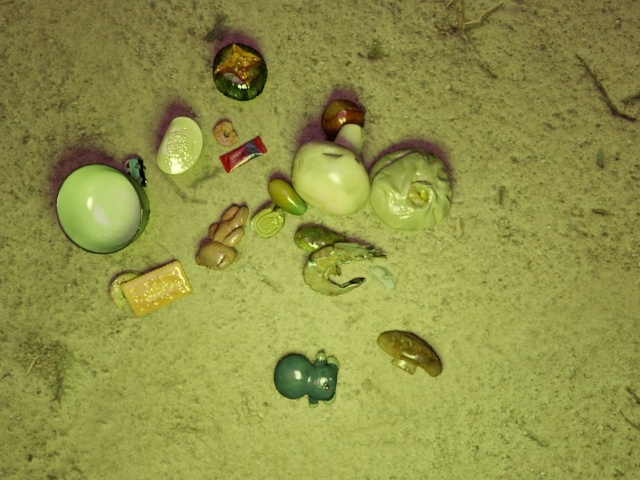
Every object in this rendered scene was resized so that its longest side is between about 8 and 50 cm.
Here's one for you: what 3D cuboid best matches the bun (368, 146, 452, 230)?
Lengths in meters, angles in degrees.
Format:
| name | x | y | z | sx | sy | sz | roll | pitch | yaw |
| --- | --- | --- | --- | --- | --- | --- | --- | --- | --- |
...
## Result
| name | x | y | z | sx | sy | sz | roll | pitch | yaw |
| --- | --- | --- | --- | --- | --- | --- | --- | --- | --- |
| bun | 0.364 | -0.213 | 1.629 | 0.366 | 0.219 | 0.364 | 0 | 84 | -2 |

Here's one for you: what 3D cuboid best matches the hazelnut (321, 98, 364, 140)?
| name | x | y | z | sx | sy | sz | roll | pitch | yaw |
| --- | --- | --- | --- | --- | --- | --- | --- | --- | --- |
| hazelnut | 0.093 | -0.497 | 1.677 | 0.183 | 0.182 | 0.181 | 0 | 86 | 1 |

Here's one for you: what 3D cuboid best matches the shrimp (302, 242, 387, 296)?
| name | x | y | z | sx | sy | sz | roll | pitch | yaw |
| --- | --- | --- | --- | --- | --- | --- | --- | --- | --- |
| shrimp | 0.104 | 0.116 | 1.653 | 0.361 | 0.085 | 0.246 | -13 | 117 | -7 |

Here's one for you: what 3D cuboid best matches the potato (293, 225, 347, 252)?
| name | x | y | z | sx | sy | sz | roll | pitch | yaw |
| --- | --- | --- | --- | --- | --- | --- | --- | --- | --- |
| potato | 0.000 | 0.000 | 1.678 | 0.226 | 0.090 | 0.117 | 7 | 68 | -4 |

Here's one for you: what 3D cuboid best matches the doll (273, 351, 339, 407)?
| name | x | y | z | sx | sy | sz | roll | pitch | yaw |
| --- | --- | --- | --- | --- | --- | --- | --- | --- | --- |
| doll | -0.059 | 0.559 | 1.624 | 0.259 | 0.154 | 0.227 | 9 | 90 | 8 |

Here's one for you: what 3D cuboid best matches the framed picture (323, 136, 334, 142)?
| name | x | y | z | sx | sy | sz | roll | pitch | yaw |
| --- | --- | --- | --- | --- | --- | --- | --- | --- | --- |
| framed picture | 0.034 | -0.409 | 1.750 | 0.066 | 0.006 | 0.089 | 40 | 88 | 3 |

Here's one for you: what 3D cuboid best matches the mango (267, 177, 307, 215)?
| name | x | y | z | sx | sy | sz | roll | pitch | yaw |
| --- | --- | --- | --- | --- | --- | --- | --- | --- | --- |
| mango | -0.137 | -0.177 | 1.675 | 0.195 | 0.130 | 0.091 | 37 | 62 | 6 |

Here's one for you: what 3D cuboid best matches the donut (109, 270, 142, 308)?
| name | x | y | z | sx | sy | sz | roll | pitch | yaw |
| --- | --- | --- | --- | --- | --- | --- | --- | --- | --- |
| donut | -0.823 | 0.194 | 1.686 | 0.108 | 0.065 | 0.165 | 37 | 87 | 3 |

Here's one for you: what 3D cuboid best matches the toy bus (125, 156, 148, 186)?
| name | x | y | z | sx | sy | sz | roll | pitch | yaw |
| --- | --- | --- | --- | --- | --- | --- | --- | --- | --- |
| toy bus | -0.791 | -0.288 | 1.723 | 0.075 | 0.060 | 0.122 | -9 | 88 | 3 |

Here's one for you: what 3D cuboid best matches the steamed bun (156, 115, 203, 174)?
| name | x | y | z | sx | sy | sz | roll | pitch | yaw |
| --- | --- | --- | --- | --- | --- | --- | --- | --- | --- |
| steamed bun | -0.572 | -0.382 | 1.664 | 0.155 | 0.200 | 0.249 | 25 | 90 | -22 |

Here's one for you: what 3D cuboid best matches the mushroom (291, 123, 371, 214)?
| name | x | y | z | sx | sy | sz | roll | pitch | yaw |
| --- | --- | --- | --- | --- | --- | --- | --- | --- | --- |
| mushroom | 0.030 | -0.269 | 1.577 | 0.326 | 0.353 | 0.352 | -11 | 86 | 22 |

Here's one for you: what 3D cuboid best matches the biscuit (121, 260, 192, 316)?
| name | x | y | z | sx | sy | sz | roll | pitch | yaw |
| --- | --- | --- | --- | --- | --- | --- | --- | --- | --- |
| biscuit | -0.674 | 0.200 | 1.668 | 0.250 | 0.030 | 0.159 | -23 | 100 | -11 |

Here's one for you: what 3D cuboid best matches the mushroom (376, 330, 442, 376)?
| name | x | y | z | sx | sy | sz | roll | pitch | yaw |
| --- | --- | --- | --- | --- | --- | --- | --- | --- | --- |
| mushroom | 0.368 | 0.459 | 1.615 | 0.286 | 0.151 | 0.155 | 27 | 85 | 2 |

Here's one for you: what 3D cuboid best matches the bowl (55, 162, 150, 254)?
| name | x | y | z | sx | sy | sz | roll | pitch | yaw |
| --- | --- | --- | --- | --- | --- | --- | --- | --- | --- |
| bowl | -0.846 | -0.128 | 1.635 | 0.355 | 0.185 | 0.352 | 0 | 96 | 4 |

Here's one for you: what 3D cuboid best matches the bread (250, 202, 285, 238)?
| name | x | y | z | sx | sy | sz | roll | pitch | yaw |
| --- | --- | --- | --- | --- | --- | --- | --- | --- | --- |
| bread | -0.213 | -0.081 | 1.685 | 0.156 | 0.064 | 0.117 | -37 | 98 | 18 |

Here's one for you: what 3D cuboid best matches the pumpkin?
| name | x | y | z | sx | sy | sz | roll | pitch | yaw |
| --- | --- | --- | --- | --- | --- | --- | --- | --- | --- |
| pumpkin | -0.337 | -0.703 | 1.699 | 0.239 | 0.159 | 0.237 | 1 | 85 | -11 |

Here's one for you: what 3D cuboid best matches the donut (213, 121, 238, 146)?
| name | x | y | z | sx | sy | sz | roll | pitch | yaw |
| --- | --- | --- | --- | --- | --- | --- | --- | --- | --- |
| donut | -0.407 | -0.453 | 1.739 | 0.097 | 0.043 | 0.108 | -21 | 87 | -1 |

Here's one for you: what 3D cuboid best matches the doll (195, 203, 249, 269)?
| name | x | y | z | sx | sy | sz | roll | pitch | yaw |
| --- | --- | --- | --- | --- | --- | --- | --- | --- | --- |
| doll | -0.377 | -0.003 | 1.679 | 0.201 | 0.156 | 0.303 | 9 | 62 | 41 |

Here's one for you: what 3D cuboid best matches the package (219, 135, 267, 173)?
| name | x | y | z | sx | sy | sz | roll | pitch | yaw |
| --- | --- | --- | --- | --- | --- | --- | --- | --- | --- |
| package | -0.334 | -0.370 | 1.743 | 0.201 | 0.022 | 0.083 | -29 | 86 | 0 |
